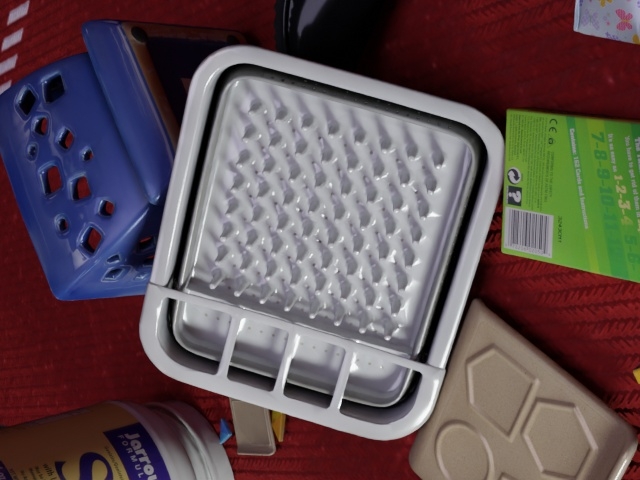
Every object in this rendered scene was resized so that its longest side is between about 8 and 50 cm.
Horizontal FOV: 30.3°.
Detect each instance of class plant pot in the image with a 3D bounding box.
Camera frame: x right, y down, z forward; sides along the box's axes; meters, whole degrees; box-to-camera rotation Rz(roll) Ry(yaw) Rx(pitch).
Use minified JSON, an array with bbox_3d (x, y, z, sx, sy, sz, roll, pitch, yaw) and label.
[{"bbox_3d":[-0.166,-0.092,1.217,0.212,0.236,0.236,-38,68,38],"label":"plant pot"}]

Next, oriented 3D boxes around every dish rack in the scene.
[{"bbox_3d":[0.000,0.000,1.078,0.285,0.072,0.333,16,113,4],"label":"dish rack"}]

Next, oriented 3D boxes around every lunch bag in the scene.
[{"bbox_3d":[0.232,-0.194,0.881,0.071,0.053,0.083,22,123,46],"label":"lunch bag"}]

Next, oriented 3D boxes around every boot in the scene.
[{"bbox_3d":[0.062,-0.234,1.028,0.207,0.094,0.247,23,108,48],"label":"boot"}]

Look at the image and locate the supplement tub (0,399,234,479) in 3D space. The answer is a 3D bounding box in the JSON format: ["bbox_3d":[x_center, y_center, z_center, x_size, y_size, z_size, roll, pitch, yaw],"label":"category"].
[{"bbox_3d":[-0.286,0.317,1.344,0.241,0.331,0.241,13,107,46],"label":"supplement tub"}]

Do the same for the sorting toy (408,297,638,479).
[{"bbox_3d":[0.173,0.181,1.036,0.208,0.038,0.193,44,127,39],"label":"sorting toy"}]

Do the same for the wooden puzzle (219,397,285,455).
[{"bbox_3d":[-0.074,0.204,1.329,0.116,0.014,0.079,1,94,48],"label":"wooden puzzle"}]

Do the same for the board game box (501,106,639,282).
[{"bbox_3d":[0.250,-0.030,0.906,0.259,0.039,0.124,15,110,48],"label":"board game box"}]

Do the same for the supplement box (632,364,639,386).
[{"bbox_3d":[0.308,0.143,0.802,0.081,0.104,0.188,-30,85,48],"label":"supplement box"}]
